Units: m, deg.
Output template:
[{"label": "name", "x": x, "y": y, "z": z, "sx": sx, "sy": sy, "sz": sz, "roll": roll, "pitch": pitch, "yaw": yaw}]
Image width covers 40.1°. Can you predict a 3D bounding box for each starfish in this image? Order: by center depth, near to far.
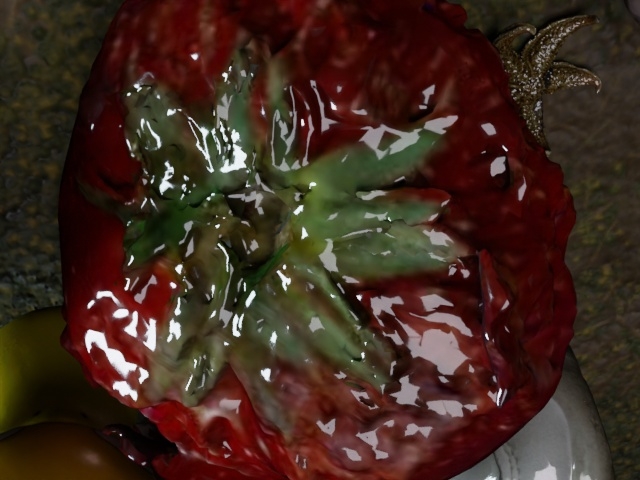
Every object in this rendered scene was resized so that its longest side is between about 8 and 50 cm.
[{"label": "starfish", "x": 0.125, "y": -0.093, "z": 0.503, "sx": 0.078, "sy": 0.028, "sz": 0.091, "roll": 22, "pitch": 116, "yaw": -30}]

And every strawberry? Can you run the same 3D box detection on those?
[{"label": "strawberry", "x": 0.000, "y": 0.000, "z": 0.443, "sx": 0.274, "sy": 0.220, "sz": 0.274, "roll": 5, "pitch": 103, "yaw": 22}]

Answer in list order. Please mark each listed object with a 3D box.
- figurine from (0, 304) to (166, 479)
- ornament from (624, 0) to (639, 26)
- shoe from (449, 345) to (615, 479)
[{"label": "figurine", "x": -0.156, "y": 0.162, "z": 0.514, "sx": 0.215, "sy": 0.215, "sz": 0.228, "roll": 6, "pitch": 137, "yaw": -14}, {"label": "ornament", "x": 0.240, "y": -0.165, "z": 0.349, "sx": 0.259, "sy": 0.225, "sz": 0.259, "roll": -5, "pitch": 125, "yaw": -7}, {"label": "shoe", "x": 0.060, "y": 0.210, "z": 0.619, "sx": 0.198, "sy": 0.172, "sz": 0.351, "roll": 10, "pitch": 121, "yaw": -13}]
